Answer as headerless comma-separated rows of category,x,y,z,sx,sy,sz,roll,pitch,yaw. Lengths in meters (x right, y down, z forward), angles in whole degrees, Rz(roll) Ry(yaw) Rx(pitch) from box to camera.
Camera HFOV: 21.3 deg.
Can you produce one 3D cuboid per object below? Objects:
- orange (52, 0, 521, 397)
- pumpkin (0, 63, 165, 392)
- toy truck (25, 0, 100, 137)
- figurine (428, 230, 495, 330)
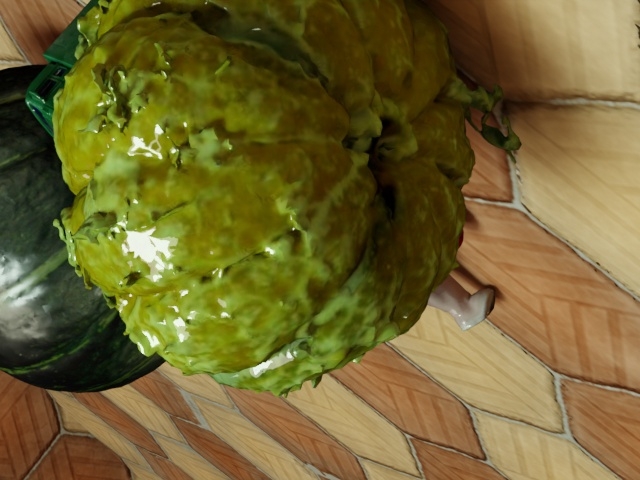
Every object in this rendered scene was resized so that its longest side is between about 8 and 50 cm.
orange,-0.039,-0.045,1.083,0.223,0.301,0.300,-12,136,43
pumpkin,-0.246,-0.011,1.613,0.323,0.241,0.323,48,-165,-17
toy truck,-0.171,-0.141,1.370,0.079,0.147,0.065,21,156,39
figurine,0.000,0.000,1.447,0.287,0.186,0.176,8,-167,25
